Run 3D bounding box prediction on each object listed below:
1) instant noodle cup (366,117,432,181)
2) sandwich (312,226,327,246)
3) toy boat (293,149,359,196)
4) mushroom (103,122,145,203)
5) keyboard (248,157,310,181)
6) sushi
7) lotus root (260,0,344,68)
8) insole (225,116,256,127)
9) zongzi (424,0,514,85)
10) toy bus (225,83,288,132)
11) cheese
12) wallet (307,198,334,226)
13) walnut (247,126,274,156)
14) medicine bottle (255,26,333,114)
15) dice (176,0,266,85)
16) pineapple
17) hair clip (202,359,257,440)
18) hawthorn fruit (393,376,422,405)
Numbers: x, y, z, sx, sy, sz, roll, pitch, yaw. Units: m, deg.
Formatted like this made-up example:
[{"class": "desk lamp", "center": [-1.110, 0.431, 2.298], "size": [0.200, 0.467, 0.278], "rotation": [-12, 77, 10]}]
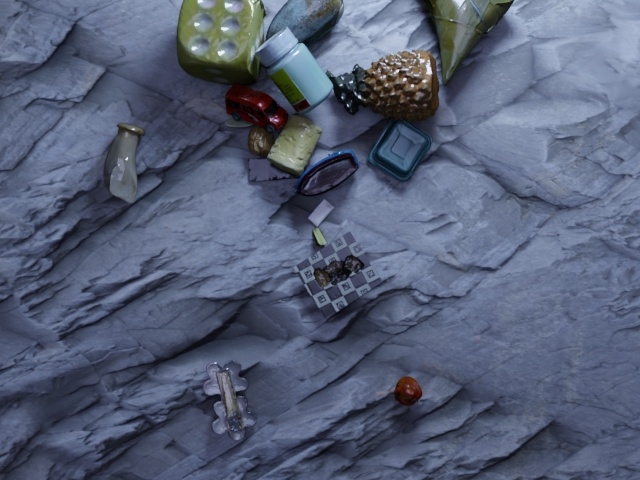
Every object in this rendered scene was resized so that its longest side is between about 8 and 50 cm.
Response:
[{"class": "instant noodle cup", "center": [0.252, -0.290, 1.911], "size": [0.157, 0.070, 0.179], "rotation": [32, 89, -2]}, {"class": "sandwich", "center": [0.000, 0.000, 1.923], "size": [0.031, 0.083, 0.044], "rotation": [-19, 134, -5]}, {"class": "toy boat", "center": [0.014, -0.204, 1.896], "size": [0.223, 0.097, 0.100], "rotation": [-30, 104, -1]}, {"class": "mushroom", "center": [-0.613, -0.243, 1.895], "size": [0.108, 0.096, 0.247], "rotation": [6, 86, 25]}, {"class": "keyboard", "center": [-0.129, -0.228, 1.935], "size": [0.196, 0.015, 0.074], "rotation": [-5, 86, -1]}, {"class": "sushi", "center": [0.056, 0.106, 1.916], "size": [0.215, 0.050, 0.192], "rotation": [-33, 90, 8]}, {"class": "lotus root", "center": [-0.072, -0.661, 1.869], "size": [0.322, 0.158, 0.140], "rotation": [-37, 88, 9]}, {"class": "insole", "center": [-0.204, -0.380, 1.920], "size": [0.192, 0.010, 0.063], "rotation": [-9, 48, -2]}, {"class": "zongzi", "center": [0.363, -0.687, 1.858], "size": [0.323, 0.160, 0.360], "rotation": [35, 83, 4]}, {"class": "toy bus", "center": [-0.193, -0.405, 1.868], "size": [0.195, 0.089, 0.081], "rotation": [23, 56, 18]}, {"class": "cheese", "center": [-0.078, -0.295, 1.886], "size": [0.123, 0.094, 0.167], "rotation": [28, 83, -4]}, {"class": "wallet", "center": [0.001, -0.087, 1.936], "size": [0.044, 0.011, 0.083], "rotation": [42, 90, 0]}, {"class": "walnut", "center": [-0.186, -0.311, 1.905], "size": [0.079, 0.082, 0.096], "rotation": [6, 89, -28]}, {"class": "medicine bottle", "center": [-0.076, -0.497, 1.801], "size": [0.139, 0.139, 0.225], "rotation": [-39, 112, 0]}, {"class": "dice", "center": [-0.291, -0.606, 1.826], "size": [0.226, 0.233, 0.238], "rotation": [9, 89, 1]}, {"class": "pineapple", "center": [0.173, -0.462, 1.855], "size": [0.357, 0.223, 0.223], "rotation": [2, 90, 18]}, {"class": "hair clip", "center": [-0.286, 0.498, 1.908], "size": [0.146, 0.075, 0.257], "rotation": [-14, 83, -3]}, {"class": "hawthorn fruit", "center": [0.274, 0.471, 1.901], "size": [0.093, 0.093, 0.093], "rotation": [0, 90, 0]}]
